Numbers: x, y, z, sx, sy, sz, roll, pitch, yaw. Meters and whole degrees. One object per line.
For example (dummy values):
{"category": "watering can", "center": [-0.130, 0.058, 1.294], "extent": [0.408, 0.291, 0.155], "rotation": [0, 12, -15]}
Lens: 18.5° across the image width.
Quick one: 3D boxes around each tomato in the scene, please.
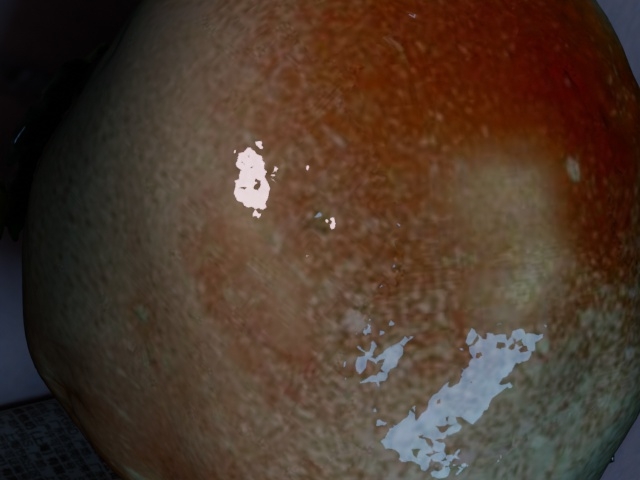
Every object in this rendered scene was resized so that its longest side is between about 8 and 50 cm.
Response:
{"category": "tomato", "center": [0.000, 0.000, 0.863], "extent": [0.239, 0.303, 0.303], "rotation": [-12, 132, -36]}

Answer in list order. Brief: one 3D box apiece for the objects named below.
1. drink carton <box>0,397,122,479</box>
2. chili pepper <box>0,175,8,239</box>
{"category": "drink carton", "center": [-0.154, 0.196, 1.026], "extent": [0.324, 0.132, 0.194], "rotation": [-13, 133, -38]}
{"category": "chili pepper", "center": [-0.285, 0.077, 0.840], "extent": [0.359, 0.085, 0.076], "rotation": [-35, -175, -24]}
